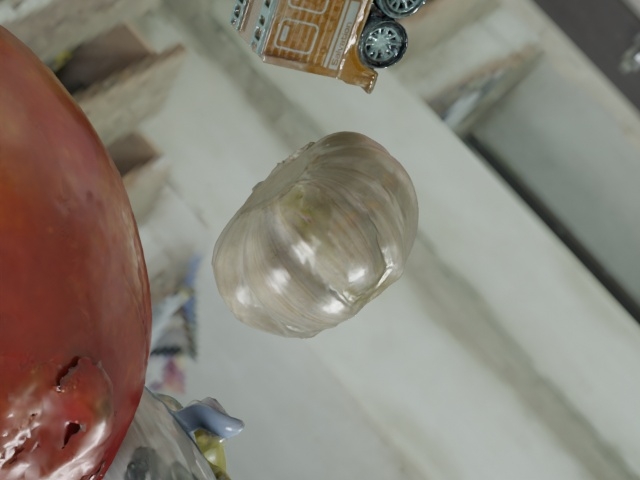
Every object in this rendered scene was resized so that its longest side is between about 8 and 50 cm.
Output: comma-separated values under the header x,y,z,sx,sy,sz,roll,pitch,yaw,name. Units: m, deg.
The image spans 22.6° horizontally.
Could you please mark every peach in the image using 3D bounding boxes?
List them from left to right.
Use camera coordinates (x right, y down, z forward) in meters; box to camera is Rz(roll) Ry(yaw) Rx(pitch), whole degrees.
x,y,z,sx,sy,sz,roll,pitch,yaw,name
-0.266,0.035,0.881,0.370,0.370,0.370,-41,171,-8,peach

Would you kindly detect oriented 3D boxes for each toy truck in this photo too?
x,y,z,sx,sy,sz,roll,pitch,yaw,name
0.023,-0.313,1.572,0.162,0.136,0.305,7,115,-28,toy truck

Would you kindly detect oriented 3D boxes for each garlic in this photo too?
x,y,z,sx,sy,sz,roll,pitch,yaw,name
-0.003,0.003,1.547,0.228,0.152,0.228,-43,-168,12,garlic

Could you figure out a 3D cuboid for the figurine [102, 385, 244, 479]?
x,y,z,sx,sy,sz,roll,pitch,yaw,name
-0.093,0.171,1.021,0.128,0.208,0.184,-29,-176,-6,figurine
